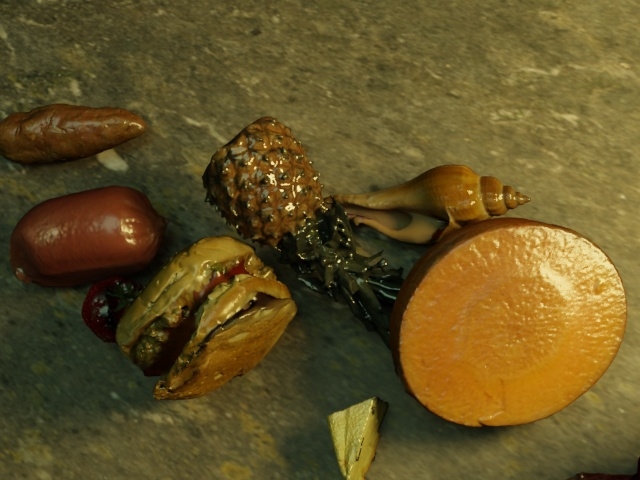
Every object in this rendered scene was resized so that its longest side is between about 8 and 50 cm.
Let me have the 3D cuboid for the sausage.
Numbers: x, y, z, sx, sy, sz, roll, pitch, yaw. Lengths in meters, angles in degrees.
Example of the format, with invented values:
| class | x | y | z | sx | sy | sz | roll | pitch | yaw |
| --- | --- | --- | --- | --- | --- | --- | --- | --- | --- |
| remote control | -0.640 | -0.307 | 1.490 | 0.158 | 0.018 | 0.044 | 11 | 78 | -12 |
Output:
| class | x | y | z | sx | sy | sz | roll | pitch | yaw |
| --- | --- | --- | --- | --- | --- | --- | --- | --- | --- |
| sausage | -0.352 | -0.007 | 1.410 | 0.254 | 0.148 | 0.148 | -5 | 68 | 15 |

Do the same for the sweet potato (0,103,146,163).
| class | x | y | z | sx | sy | sz | roll | pitch | yaw |
| --- | --- | --- | --- | --- | --- | --- | --- | --- | --- |
| sweet potato | -0.406 | -0.178 | 1.522 | 0.251 | 0.097 | 0.097 | -7 | 67 | 8 |

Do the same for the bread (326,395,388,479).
| class | x | y | z | sx | sy | sz | roll | pitch | yaw |
| --- | --- | --- | --- | --- | --- | --- | --- | --- | --- |
| bread | 0.059 | 0.268 | 1.220 | 0.080 | 0.084 | 0.109 | -20 | 65 | 8 |

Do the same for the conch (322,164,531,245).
| class | x | y | z | sx | sy | sz | roll | pitch | yaw |
| --- | --- | --- | --- | --- | --- | --- | --- | --- | --- |
| conch | 0.141 | -0.052 | 1.331 | 0.330 | 0.093 | 0.109 | -1 | 104 | 37 |

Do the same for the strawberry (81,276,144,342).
| class | x | y | z | sx | sy | sz | roll | pitch | yaw |
| --- | --- | --- | --- | --- | --- | --- | --- | --- | --- |
| strawberry | -0.309 | 0.105 | 1.383 | 0.106 | 0.106 | 0.106 | -5 | 67 | 13 |

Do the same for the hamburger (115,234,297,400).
| class | x | y | z | sx | sy | sz | roll | pitch | yaw |
| --- | --- | --- | --- | --- | --- | --- | --- | --- | --- |
| hamburger | -0.158 | 0.103 | 1.264 | 0.244 | 0.244 | 0.163 | -38 | 74 | -2 |

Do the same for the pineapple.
| class | x | y | z | sx | sy | sz | roll | pitch | yaw |
| --- | --- | --- | --- | --- | --- | --- | --- | --- | --- |
| pineapple | -0.002 | 0.001 | 1.279 | 0.165 | 0.165 | 0.364 | -44 | 95 | -5 |

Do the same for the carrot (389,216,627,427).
| class | x | y | z | sx | sy | sz | roll | pitch | yaw |
| --- | --- | --- | --- | --- | --- | --- | --- | --- | --- |
| carrot | 0.231 | 0.103 | 1.194 | 0.307 | 0.100 | 0.258 | -31 | 87 | -4 |

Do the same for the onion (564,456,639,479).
| class | x | y | z | sx | sy | sz | roll | pitch | yaw |
| --- | --- | --- | --- | --- | --- | --- | --- | --- | --- |
| onion | 0.441 | 0.328 | 1.001 | 0.420 | 0.398 | 0.398 | -23 | 55 | 53 |
